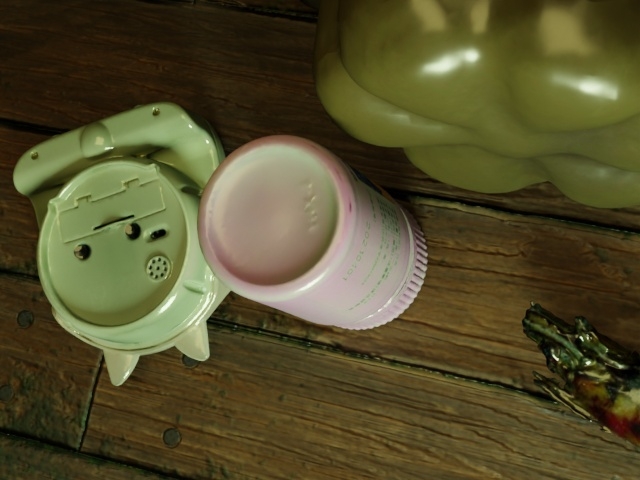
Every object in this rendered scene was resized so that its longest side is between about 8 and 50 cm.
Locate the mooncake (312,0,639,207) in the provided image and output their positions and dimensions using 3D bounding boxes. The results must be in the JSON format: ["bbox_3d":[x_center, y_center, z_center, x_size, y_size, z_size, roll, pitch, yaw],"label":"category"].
[{"bbox_3d":[0.212,-0.205,1.427,0.467,0.467,0.262,6,79,22],"label":"mooncake"}]

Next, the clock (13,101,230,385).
[{"bbox_3d":[-0.232,0.007,1.744,0.265,0.108,0.324,-18,74,17],"label":"clock"}]

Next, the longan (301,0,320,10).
[{"bbox_3d":[0.023,-0.354,1.684,0.189,0.189,0.189,-4,78,21],"label":"longan"}]

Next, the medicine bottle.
[{"bbox_3d":[0.000,0.000,1.555,0.178,0.291,0.178,-4,79,20],"label":"medicine bottle"}]

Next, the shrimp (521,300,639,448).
[{"bbox_3d":[0.399,0.124,1.500,0.365,0.071,0.233,28,87,20],"label":"shrimp"}]
